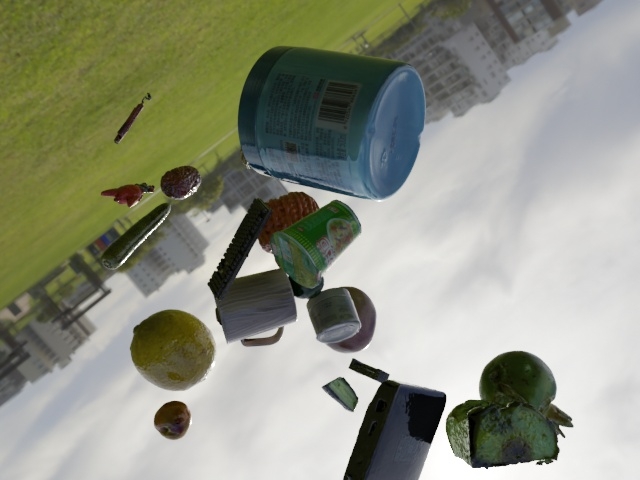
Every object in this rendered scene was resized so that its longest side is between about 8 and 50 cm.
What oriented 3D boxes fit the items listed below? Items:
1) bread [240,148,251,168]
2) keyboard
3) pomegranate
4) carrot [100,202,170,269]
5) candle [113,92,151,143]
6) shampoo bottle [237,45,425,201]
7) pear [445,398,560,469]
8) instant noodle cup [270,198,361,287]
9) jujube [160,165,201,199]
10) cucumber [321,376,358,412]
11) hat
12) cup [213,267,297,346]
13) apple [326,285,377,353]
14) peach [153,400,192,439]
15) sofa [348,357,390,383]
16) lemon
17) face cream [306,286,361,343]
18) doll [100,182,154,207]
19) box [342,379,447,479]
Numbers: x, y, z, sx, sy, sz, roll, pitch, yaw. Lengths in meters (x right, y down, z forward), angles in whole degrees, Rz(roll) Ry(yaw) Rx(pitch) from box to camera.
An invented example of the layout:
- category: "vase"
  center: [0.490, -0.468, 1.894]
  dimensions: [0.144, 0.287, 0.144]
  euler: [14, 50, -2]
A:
- category: "bread"
  center: [-0.211, -0.324, 2.082]
  dimensions: [0.157, 0.094, 0.083]
  euler: [-36, 158, -12]
- category: "keyboard"
  center: [-0.241, 0.026, 1.833]
  dimensions: [0.317, 0.027, 0.106]
  euler: [-60, -140, 11]
- category: "pomegranate"
  center: [0.624, 0.469, 1.881]
  dimensions: [0.236, 0.302, 0.236]
  euler: [-52, -171, 12]
- category: "carrot"
  center: [-0.631, -0.029, 2.170]
  dimensions: [0.074, 0.074, 0.358]
  euler: [-28, -160, 43]
- category: "candle"
  center: [-0.504, -0.332, 1.682]
  dimensions: [0.167, 0.021, 0.026]
  euler: [-61, 167, -17]
- category: "shampoo bottle"
  center: [0.035, -0.282, 1.499]
  dimensions: [0.343, 0.331, 0.331]
  euler: [17, -136, 29]
- category: "pear"
  center: [0.468, 0.502, 1.665]
  dimensions: [0.238, 0.164, 0.255]
  euler: [-3, 171, -7]
- category: "instant noodle cup"
  center: [0.000, 0.000, 1.901]
  dimensions: [0.233, 0.207, 0.207]
  euler: [-38, -171, -28]
- category: "jujube"
  center: [-0.497, -0.208, 2.231]
  dimensions: [0.109, 0.112, 0.176]
  euler: [-21, -167, 24]
- category: "cucumber"
  center: [0.085, 0.681, 2.784]
  dimensions: [0.086, 0.193, 0.115]
  euler: [-39, -167, 32]
- category: "hat"
  center: [-0.061, 0.019, 2.311]
  dimensions: [0.285, 0.400, 0.285]
  euler: [-26, 152, -15]
- category: "cup"
  center: [-0.227, 0.254, 2.185]
  dimensions: [0.273, 0.288, 0.208]
  euler: [-15, -173, -12]
- category: "apple"
  center: [0.116, 0.361, 2.843]
  dimensions: [0.306, 0.235, 0.305]
  euler: [-35, -134, 46]
- category: "peach"
  center: [-0.536, 0.656, 2.290]
  dimensions: [0.138, 0.138, 0.138]
  euler: [-36, -169, 8]
- category: "sofa"
  center: [0.147, 0.398, 1.900]
  dimensions: [0.118, 0.060, 0.039]
  euler: [13, -105, 45]
- category: "lemon"
  center: [-0.574, 0.429, 2.460]
  dimensions: [0.336, 0.336, 0.336]
  euler: [-36, -169, 8]
- category: "face cream"
  center: [0.049, 0.285, 2.350]
  dimensions: [0.177, 0.177, 0.153]
  euler: [-34, -125, 20]
- category: "doll"
  center: [-0.577, -0.148, 1.919]
  dimensions: [0.169, 0.109, 0.057]
  euler: [-46, 154, -56]
- category: "box"
  center: [0.186, 0.484, 1.502]
  dimensions: [0.073, 0.289, 0.290]
  euler: [18, -94, 41]
